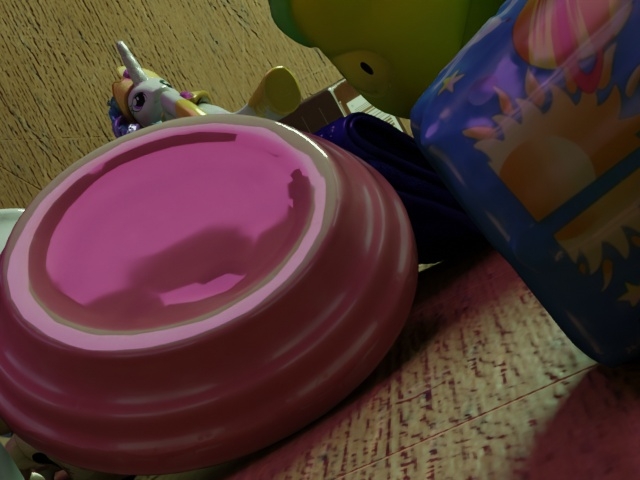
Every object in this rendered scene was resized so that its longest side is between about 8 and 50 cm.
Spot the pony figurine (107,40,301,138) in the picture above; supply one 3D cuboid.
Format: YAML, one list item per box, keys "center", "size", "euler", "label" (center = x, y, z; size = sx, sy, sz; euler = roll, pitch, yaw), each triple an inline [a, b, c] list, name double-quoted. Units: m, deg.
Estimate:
- center: [-0.099, -0.061, 1.782]
  size: [0.303, 0.351, 0.363]
  euler: [-35, 25, -19]
  label: "pony figurine"

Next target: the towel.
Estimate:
- center: [0.000, 0.000, 1.385]
  size: [0.228, 0.076, 0.308]
  euler: [22, -33, -39]
  label: "towel"

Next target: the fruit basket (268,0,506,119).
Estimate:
- center: [0.149, -0.163, 1.368]
  size: [0.392, 0.283, 0.392]
  euler: [-15, 1, 0]
  label: "fruit basket"

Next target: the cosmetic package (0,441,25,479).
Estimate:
- center: [-0.376, 0.280, 1.007]
  size: [0.377, 0.097, 0.284]
  euler: [-29, 8, 2]
  label: "cosmetic package"

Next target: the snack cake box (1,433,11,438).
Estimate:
- center: [-0.222, 0.101, 1.583]
  size: [0.264, 0.152, 0.089]
  euler: [-29, 5, 11]
  label: "snack cake box"

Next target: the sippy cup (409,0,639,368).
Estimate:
- center: [0.174, -0.065, 0.766]
  size: [0.224, 0.240, 0.305]
  euler: [-39, -34, 4]
  label: "sippy cup"

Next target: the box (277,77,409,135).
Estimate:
- center: [-0.060, -0.065, 2.111]
  size: [0.381, 0.191, 0.143]
  euler: [-26, 6, 33]
  label: "box"

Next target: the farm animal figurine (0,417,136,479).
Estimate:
- center: [-0.254, 0.129, 1.314]
  size: [0.327, 0.172, 0.330]
  euler: [12, 6, -2]
  label: "farm animal figurine"

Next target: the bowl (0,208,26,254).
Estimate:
- center: [-0.345, 0.121, 1.742]
  size: [0.298, 0.298, 0.134]
  euler: [-30, 42, -7]
  label: "bowl"

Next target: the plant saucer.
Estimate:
- center: [-0.099, 0.017, 1.131]
  size: [0.332, 0.084, 0.332]
  euler: [-10, 41, 8]
  label: "plant saucer"
